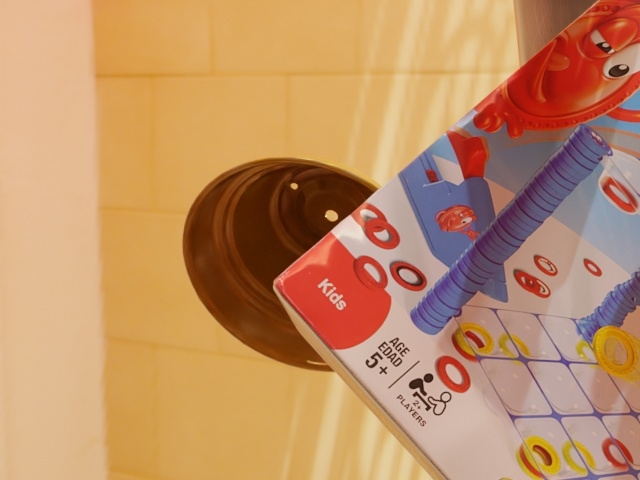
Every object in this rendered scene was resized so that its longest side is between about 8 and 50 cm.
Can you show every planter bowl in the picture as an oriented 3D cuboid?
[{"bbox_3d":[0.000,0.000,1.361,0.090,0.217,0.217,-64,-41,-52],"label":"planter bowl"}]

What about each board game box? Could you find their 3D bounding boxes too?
[{"bbox_3d":[0.190,0.040,0.788,0.302,0.308,0.086,-41,-18,-6],"label":"board game box"}]

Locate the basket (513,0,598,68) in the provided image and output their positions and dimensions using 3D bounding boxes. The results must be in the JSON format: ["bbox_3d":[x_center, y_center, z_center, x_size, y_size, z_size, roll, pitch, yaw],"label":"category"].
[{"bbox_3d":[0.201,-0.207,1.091,0.204,0.154,0.227,12,-106,-29],"label":"basket"}]
